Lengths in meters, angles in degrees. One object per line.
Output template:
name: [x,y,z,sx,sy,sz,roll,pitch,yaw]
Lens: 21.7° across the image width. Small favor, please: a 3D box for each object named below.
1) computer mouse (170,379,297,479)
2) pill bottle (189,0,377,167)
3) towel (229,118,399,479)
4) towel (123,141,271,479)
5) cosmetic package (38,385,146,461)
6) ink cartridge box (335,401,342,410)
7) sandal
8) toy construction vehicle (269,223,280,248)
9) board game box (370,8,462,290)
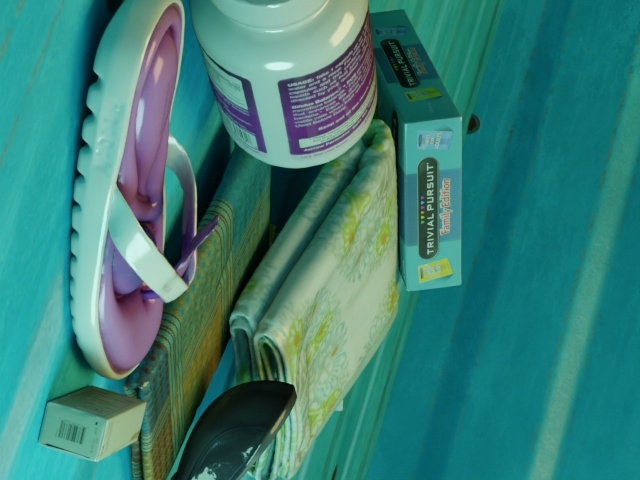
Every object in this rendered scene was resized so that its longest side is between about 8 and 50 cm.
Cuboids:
computer mouse: [-0.130,0.250,1.839,0.272,0.072,0.188,-52,-175,15]
pill bottle: [-0.035,-0.203,1.605,0.301,0.169,0.169,79,27,-67]
towel: [0.005,0.082,2.059,0.320,0.090,0.374,90,24,-48]
towel: [-0.130,0.073,1.802,0.271,0.040,0.370,95,15,-53]
cosmetic package: [-0.204,0.164,1.502,0.115,0.060,0.041,-8,113,-77]
ink cartridge box: [-0.008,0.147,2.346,0.198,0.115,0.067,94,14,-46]
sandal: [-0.144,-0.022,1.447,0.169,0.102,0.416,-62,165,-44]
toy construction vehicle: [-0.071,0.021,2.072,0.098,0.035,0.085,21,83,-79]
board game box: [0.115,-0.129,2.271,0.336,0.079,0.253,-108,-167,-57]
